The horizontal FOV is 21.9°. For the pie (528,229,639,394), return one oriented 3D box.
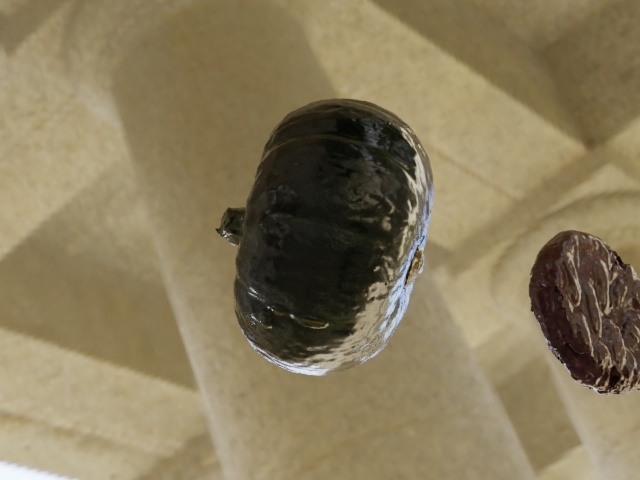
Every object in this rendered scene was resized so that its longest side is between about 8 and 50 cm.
[{"bbox_3d":[0.235,0.060,1.400,0.154,0.154,0.036,13,-31,-41],"label":"pie"}]

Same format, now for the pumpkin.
[{"bbox_3d":[0.002,-0.001,1.219,0.152,0.212,0.212,16,-31,16],"label":"pumpkin"}]
